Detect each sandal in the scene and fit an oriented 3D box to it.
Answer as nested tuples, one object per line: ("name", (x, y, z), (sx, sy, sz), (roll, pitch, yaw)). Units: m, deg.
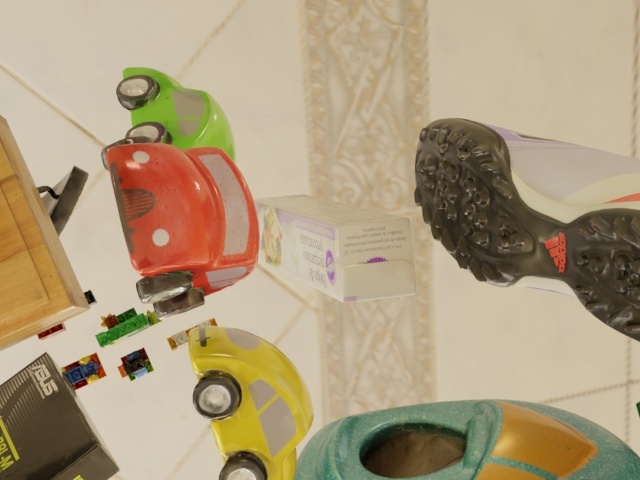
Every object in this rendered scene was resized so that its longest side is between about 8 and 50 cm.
("sandal", (-0.346, -0.004, 1.291), (0.054, 0.097, 0.254), (38, 127, -26))

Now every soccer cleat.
("soccer cleat", (0.181, -0.016, 0.785), (0.116, 0.318, 0.108), (-13, 112, -28))

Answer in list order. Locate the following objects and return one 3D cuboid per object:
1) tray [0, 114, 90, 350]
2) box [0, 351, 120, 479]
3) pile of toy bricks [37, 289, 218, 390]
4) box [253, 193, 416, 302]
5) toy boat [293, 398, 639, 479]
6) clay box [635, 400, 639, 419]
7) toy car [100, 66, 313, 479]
("tray", (-0.443, 0.057, 1.063), (0.411, 0.076, 0.202), (-25, 84, 1))
("box", (-0.302, 0.213, 1.112), (0.184, 0.191, 0.045), (-38, 125, -8))
("pile of toy bricks", (-0.238, 0.111, 1.415), (0.212, 0.105, 0.118), (-23, 86, -9))
("box", (0.000, 0.000, 1.054), (0.067, 0.324, 0.063), (-7, 97, -16))
("toy boat", (0.093, 0.194, 0.748), (0.268, 0.318, 0.148), (-6, 115, 9))
("clay box", (0.338, 0.093, 0.780), (0.127, 0.053, 0.222), (13, 142, -32))
("toy car", (-0.056, -0.009, 0.558), (0.053, 0.225, 0.239), (-16, 137, -3))
